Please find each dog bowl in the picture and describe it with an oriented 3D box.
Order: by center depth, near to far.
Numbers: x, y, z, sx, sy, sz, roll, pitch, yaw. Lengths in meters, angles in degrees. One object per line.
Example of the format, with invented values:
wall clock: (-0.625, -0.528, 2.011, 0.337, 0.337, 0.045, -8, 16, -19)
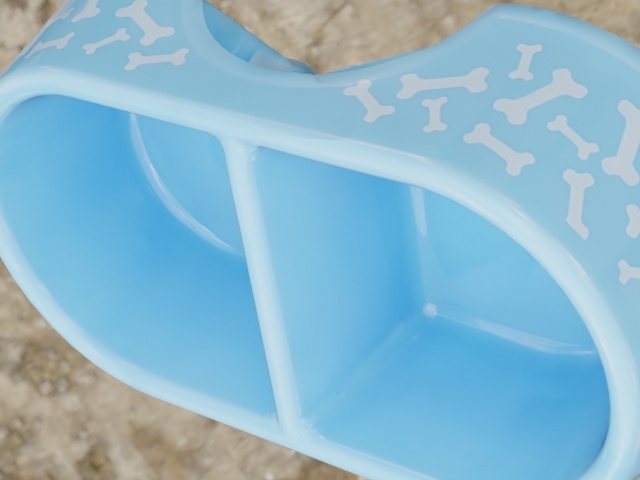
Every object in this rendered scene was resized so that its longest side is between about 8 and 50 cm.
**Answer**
dog bowl: (0.000, 0.000, 0.537, 0.297, 0.074, 0.166, 17, 133, 33)
